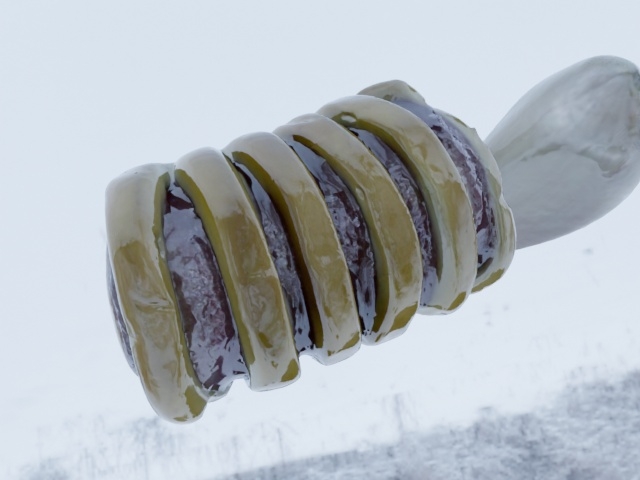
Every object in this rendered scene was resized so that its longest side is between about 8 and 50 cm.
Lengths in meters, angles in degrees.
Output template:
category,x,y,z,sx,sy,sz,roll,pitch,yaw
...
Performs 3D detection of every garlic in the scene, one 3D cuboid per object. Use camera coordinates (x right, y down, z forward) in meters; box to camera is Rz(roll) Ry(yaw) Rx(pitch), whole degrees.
category,x,y,z,sx,sy,sz,roll,pitch,yaw
garlic,0.232,-0.075,0.867,0.143,0.112,0.318,29,134,-15

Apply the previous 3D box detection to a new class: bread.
category,x,y,z,sx,sy,sz,roll,pitch,yaw
bread,0.000,0.000,0.426,0.225,0.134,0.081,-23,-171,-21
